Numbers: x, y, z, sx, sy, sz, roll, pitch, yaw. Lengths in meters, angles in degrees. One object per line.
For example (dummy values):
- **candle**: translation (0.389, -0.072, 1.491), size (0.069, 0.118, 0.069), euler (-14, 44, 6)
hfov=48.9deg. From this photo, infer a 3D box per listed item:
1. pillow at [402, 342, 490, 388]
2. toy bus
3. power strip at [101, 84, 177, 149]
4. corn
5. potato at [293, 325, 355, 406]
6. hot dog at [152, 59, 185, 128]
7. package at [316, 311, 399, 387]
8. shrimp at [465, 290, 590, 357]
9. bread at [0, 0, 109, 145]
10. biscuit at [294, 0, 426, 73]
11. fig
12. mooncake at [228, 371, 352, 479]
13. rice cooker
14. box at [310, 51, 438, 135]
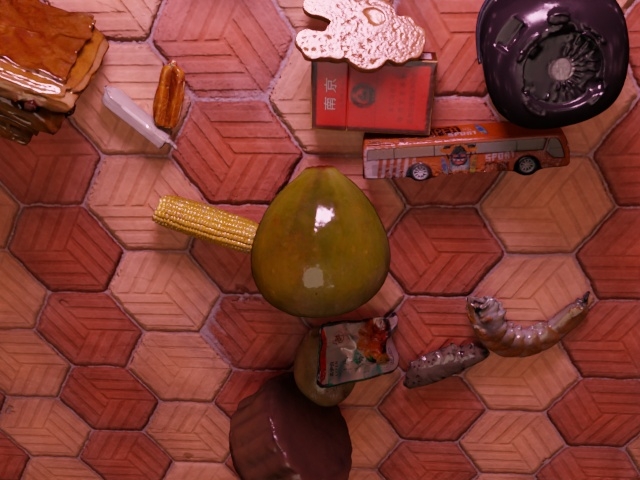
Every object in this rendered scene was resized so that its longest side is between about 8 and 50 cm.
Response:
- **pillow**: translation (0.298, 0.304, 1.751), size (0.241, 0.051, 0.093), euler (-28, 116, 24)
- **toy bus**: translation (0.287, -0.179, 1.415), size (0.408, 0.093, 0.092), euler (-3, 121, 6)
- **power strip**: translation (-0.374, -0.250, 1.459), size (0.191, 0.047, 0.030), euler (40, 122, -18)
- **corn**: translation (-0.249, -0.038, 1.565), size (0.248, 0.081, 0.081), euler (19, 123, -6)
- **potato**: translation (0.006, 0.302, 1.721), size (0.157, 0.157, 0.194), euler (-6, 125, 9)
- **hot dog**: translation (-0.307, -0.296, 1.429), size (0.062, 0.038, 0.144), euler (16, 121, -2)
- **package**: translation (0.098, 0.260, 1.670), size (0.232, 0.040, 0.166), euler (-5, 104, -30)
- **shrimp**: translation (0.483, 0.204, 1.659), size (0.287, 0.068, 0.185), euler (0, 125, 4)
- **bread**: translation (-0.600, -0.331, 1.286), size (0.369, 0.314, 0.191), euler (18, 132, -12)
- **biscuit**: translation (0.076, -0.382, 1.295), size (0.236, 0.040, 0.144), euler (11, 89, -3)
- **fig**: translation (0.000, 0.000, 1.460), size (0.316, 0.316, 0.316), euler (3, 123, 4)
- **mooncake**: translation (-0.078, 0.506, 1.767), size (0.187, 0.324, 0.324), euler (-34, 114, 27)
- **rice cooker**: translation (0.399, -0.332, 1.225), size (0.267, 0.224, 0.267), euler (3, 122, 5)
- **box**: translation (0.101, -0.291, 1.371), size (0.239, 0.074, 0.153), euler (4, 126, 4)
